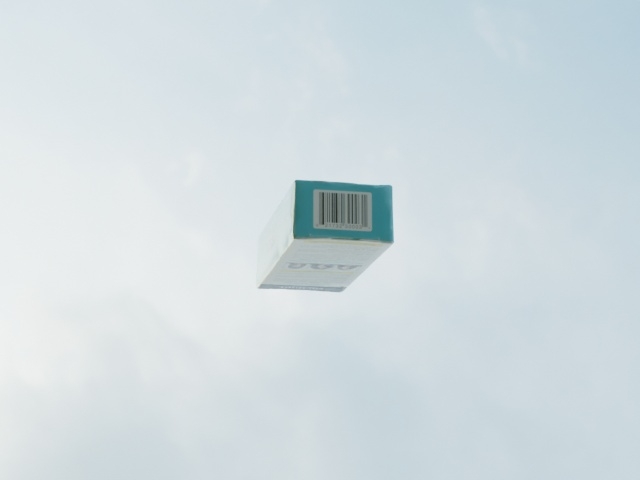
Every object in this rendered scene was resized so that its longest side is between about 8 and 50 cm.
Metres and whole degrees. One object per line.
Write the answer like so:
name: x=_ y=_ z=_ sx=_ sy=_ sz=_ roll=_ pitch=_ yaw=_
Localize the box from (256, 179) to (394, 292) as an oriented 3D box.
box: x=0.000 y=0.000 z=1.401 sx=0.244 sy=0.100 sz=0.060 roll=131 pitch=-40 yaw=-73
